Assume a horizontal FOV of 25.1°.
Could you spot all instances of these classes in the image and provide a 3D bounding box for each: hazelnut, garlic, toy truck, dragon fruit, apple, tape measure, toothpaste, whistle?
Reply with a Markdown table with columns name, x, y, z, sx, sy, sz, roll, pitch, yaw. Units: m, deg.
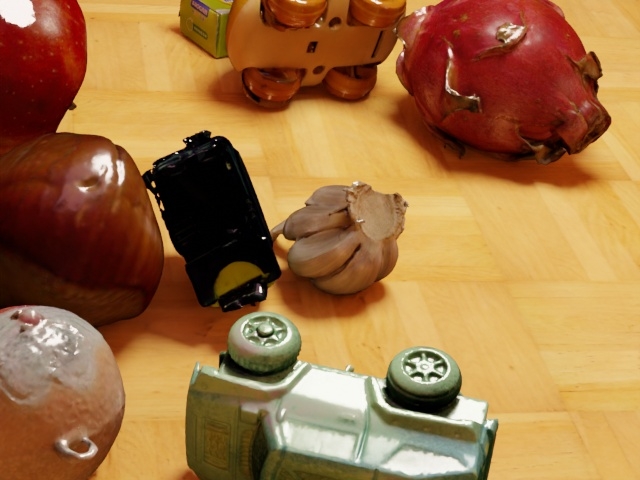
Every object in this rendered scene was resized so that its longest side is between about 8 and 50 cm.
| name | x | y | z | sx | sy | sz | roll | pitch | yaw |
| --- | --- | --- | --- | --- | --- | --- | --- | --- | --- |
| hazelnut | -0.276 | -0.014 | 1.502 | 0.230 | 0.229 | 0.229 | 5 | 31 | -3 |
| garlic | 0.000 | 0.000 | 1.647 | 0.194 | 0.127 | 0.131 | -3 | 0 | 39 |
| toy truck | -0.005 | -0.327 | 2.053 | 0.288 | 0.204 | 0.211 | -5 | 51 | -24 |
| dragon fruit | 0.243 | -0.229 | 1.959 | 0.250 | 0.250 | 0.315 | -9 | 53 | -25 |
| apple | -0.447 | -0.241 | 1.776 | 0.317 | 0.288 | 0.288 | 14 | 26 | -25 |
| tape measure | -0.116 | -0.020 | 1.582 | 0.112 | 0.199 | 0.186 | -19 | 7 | 2 |
| toy truck | 0.015 | 0.180 | 1.294 | 0.279 | 0.155 | 0.156 | 11 | 39 | 7 |
| toothpaste | -0.058 | -0.366 | 2.264 | 0.327 | 0.077 | 0.110 | -17 | 40 | -34 |
| whistle | -0.305 | 0.120 | 1.330 | 0.189 | 0.189 | 0.348 | -18 | 28 | -35 |
